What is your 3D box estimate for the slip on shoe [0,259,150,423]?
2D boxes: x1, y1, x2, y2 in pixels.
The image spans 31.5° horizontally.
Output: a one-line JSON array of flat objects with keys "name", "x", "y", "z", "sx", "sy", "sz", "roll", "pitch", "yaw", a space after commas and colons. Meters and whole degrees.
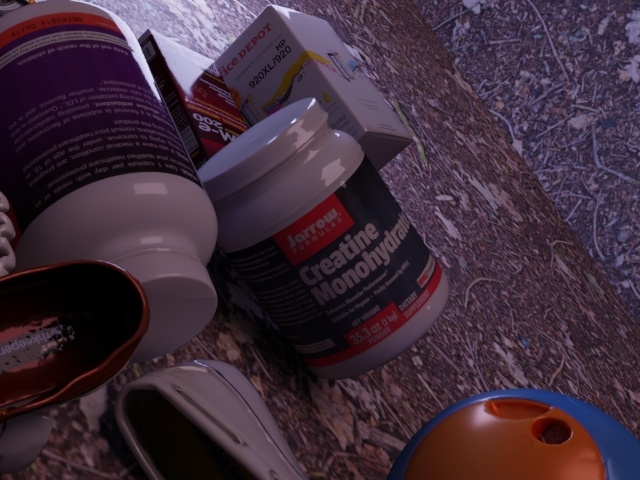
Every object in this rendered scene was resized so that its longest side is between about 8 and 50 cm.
[{"name": "slip on shoe", "x": -0.248, "y": 0.087, "z": 0.701, "sx": 0.331, "sy": 0.101, "sz": 0.123, "roll": -21, "pitch": 80, "yaw": -38}]

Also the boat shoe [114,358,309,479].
[{"name": "boat shoe", "x": -0.047, "y": 0.246, "z": 0.896, "sx": 0.367, "sy": 0.136, "sz": 0.156, "roll": 53, "pitch": 22, "yaw": 19}]

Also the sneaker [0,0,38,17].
[{"name": "sneaker", "x": -0.369, "y": -0.231, "z": 1.164, "sx": 0.215, "sy": 0.084, "sz": 0.083, "roll": 26, "pitch": 45, "yaw": -38}]

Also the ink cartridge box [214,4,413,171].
[{"name": "ink cartridge box", "x": -0.025, "y": -0.181, "z": 1.590, "sx": 0.232, "sy": 0.171, "sz": 0.168, "roll": 55, "pitch": 22, "yaw": 16}]

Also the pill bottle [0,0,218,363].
[{"name": "pill bottle", "x": -0.206, "y": -0.054, "z": 1.025, "sx": 0.181, "sy": 0.181, "sz": 0.323, "roll": 20, "pitch": 35, "yaw": -50}]

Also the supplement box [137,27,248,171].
[{"name": "supplement box", "x": -0.155, "y": -0.141, "z": 1.413, "sx": 0.130, "sy": 0.073, "sz": 0.239, "roll": 19, "pitch": 37, "yaw": -52}]

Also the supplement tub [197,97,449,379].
[{"name": "supplement tub", "x": 0.000, "y": 0.000, "z": 1.257, "sx": 0.272, "sy": 0.191, "sz": 0.191, "roll": 55, "pitch": 20, "yaw": -15}]

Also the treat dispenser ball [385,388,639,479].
[{"name": "treat dispenser ball", "x": 0.194, "y": 0.285, "z": 1.076, "sx": 0.288, "sy": 0.288, "sz": 0.288, "roll": 40, "pitch": 23, "yaw": -21}]

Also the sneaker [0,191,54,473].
[{"name": "sneaker", "x": -0.288, "y": 0.033, "z": 0.832, "sx": 0.118, "sy": 0.110, "sz": 0.292, "roll": 4, "pitch": 52, "yaw": -44}]
